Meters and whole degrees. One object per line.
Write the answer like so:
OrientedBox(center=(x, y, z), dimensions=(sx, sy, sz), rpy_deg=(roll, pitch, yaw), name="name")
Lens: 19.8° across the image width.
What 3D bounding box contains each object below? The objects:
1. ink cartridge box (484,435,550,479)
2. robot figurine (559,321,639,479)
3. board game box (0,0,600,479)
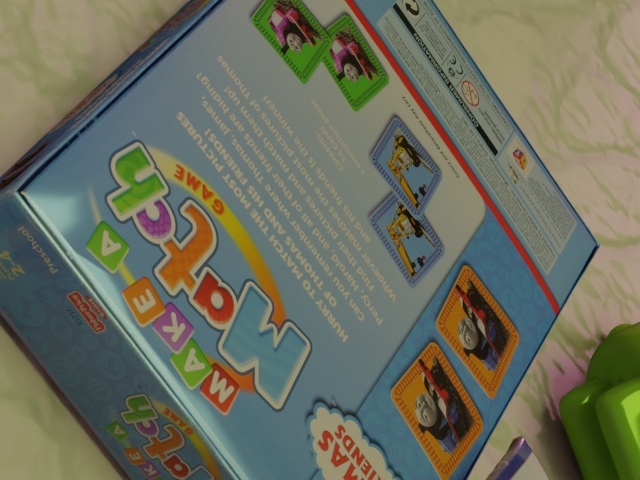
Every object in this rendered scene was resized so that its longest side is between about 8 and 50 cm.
OrientedBox(center=(0.047, 0.201, 0.491), dimensions=(0.223, 0.045, 0.224), rpy_deg=(-37, 102, -51), name="ink cartridge box")
OrientedBox(center=(0.143, 0.053, 0.656), dimensions=(0.115, 0.101, 0.067), rpy_deg=(-22, 92, -23), name="robot figurine")
OrientedBox(center=(0.000, 0.000, 0.558), dimensions=(0.160, 0.039, 0.211), rpy_deg=(54, 38, -14), name="board game box")
